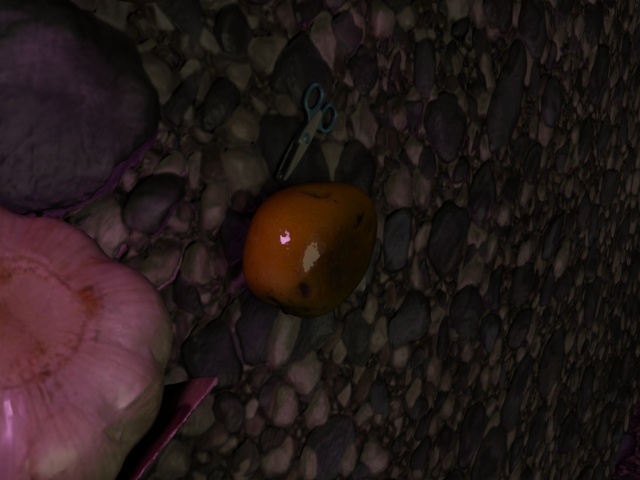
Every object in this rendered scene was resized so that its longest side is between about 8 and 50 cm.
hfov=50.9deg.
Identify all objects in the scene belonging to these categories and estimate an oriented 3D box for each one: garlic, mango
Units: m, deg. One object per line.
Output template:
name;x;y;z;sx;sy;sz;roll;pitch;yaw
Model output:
garlic;-0.219;0.098;0.434;0.219;0.218;0.212;-28;159;-43
mango;0.000;0.000;0.698;0.195;0.098;0.137;-41;123;-43

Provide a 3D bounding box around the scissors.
scissors;-0.016;-0.111;0.716;0.058;0.014;0.119;49;58;-42

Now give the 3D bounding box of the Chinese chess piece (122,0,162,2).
Chinese chess piece;-0.119;-0.251;0.428;0.083;0.189;0.188;-5;102;-62

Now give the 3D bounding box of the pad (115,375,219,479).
pad;-0.205;0.218;0.429;0.004;0.220;0.330;46;59;-11
